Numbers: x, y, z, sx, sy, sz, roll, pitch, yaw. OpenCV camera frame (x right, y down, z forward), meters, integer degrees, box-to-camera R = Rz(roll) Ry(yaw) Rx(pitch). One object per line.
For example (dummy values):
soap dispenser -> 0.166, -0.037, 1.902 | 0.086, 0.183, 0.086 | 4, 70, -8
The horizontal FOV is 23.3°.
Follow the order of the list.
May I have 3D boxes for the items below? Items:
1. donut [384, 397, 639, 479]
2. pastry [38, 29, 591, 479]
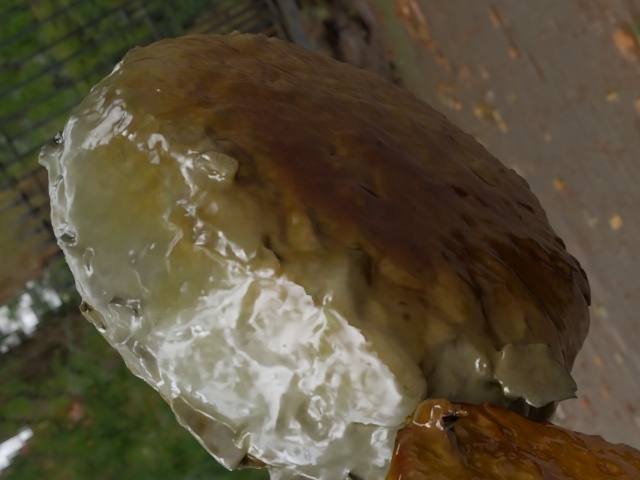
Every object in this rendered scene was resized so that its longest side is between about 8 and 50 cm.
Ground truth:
donut -> 0.121, 0.168, 0.645 | 0.253, 0.118, 0.253 | 26, -163, -9
pastry -> 0.000, 0.000, 0.840 | 0.329, 0.136, 0.329 | 28, -152, -16
